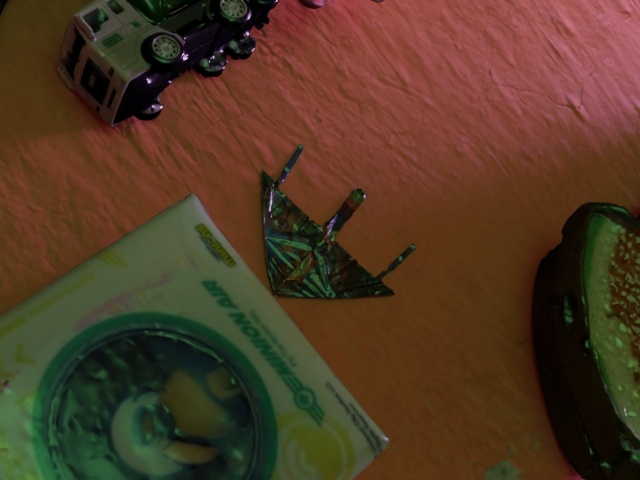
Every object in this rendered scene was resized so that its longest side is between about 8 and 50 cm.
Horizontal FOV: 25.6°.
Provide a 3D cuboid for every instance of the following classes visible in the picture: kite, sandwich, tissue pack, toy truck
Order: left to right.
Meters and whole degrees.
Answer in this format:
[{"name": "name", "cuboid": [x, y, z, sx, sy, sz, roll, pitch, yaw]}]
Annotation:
[{"name": "tissue pack", "cuboid": [-0.178, 0.178, 1.148, 0.388, 0.162, 0.287, -35, 81, -32]}, {"name": "toy truck", "cuboid": [-0.142, -0.219, 1.377, 0.125, 0.101, 0.242, 46, 55, 7]}, {"name": "kite", "cuboid": [0.000, 0.000, 1.391, 0.183, 0.010, 0.160, 42, 58, -1]}, {"name": "sandwich", "cuboid": [0.310, 0.105, 1.427, 0.212, 0.109, 0.292, -14, 76, -35]}]

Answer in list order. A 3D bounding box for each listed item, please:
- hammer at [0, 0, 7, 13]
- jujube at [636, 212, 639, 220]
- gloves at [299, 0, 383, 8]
[{"name": "hammer", "cuboid": [-0.338, -0.136, 1.289, 0.111, 0.033, 0.288, 16, 60, -6]}, {"name": "jujube", "cuboid": [0.381, -0.019, 1.528, 0.077, 0.077, 0.129, 33, 54, -6]}, {"name": "gloves", "cuboid": [0.002, -0.323, 1.476, 0.145, 0.126, 0.241, 42, 51, -30]}]
